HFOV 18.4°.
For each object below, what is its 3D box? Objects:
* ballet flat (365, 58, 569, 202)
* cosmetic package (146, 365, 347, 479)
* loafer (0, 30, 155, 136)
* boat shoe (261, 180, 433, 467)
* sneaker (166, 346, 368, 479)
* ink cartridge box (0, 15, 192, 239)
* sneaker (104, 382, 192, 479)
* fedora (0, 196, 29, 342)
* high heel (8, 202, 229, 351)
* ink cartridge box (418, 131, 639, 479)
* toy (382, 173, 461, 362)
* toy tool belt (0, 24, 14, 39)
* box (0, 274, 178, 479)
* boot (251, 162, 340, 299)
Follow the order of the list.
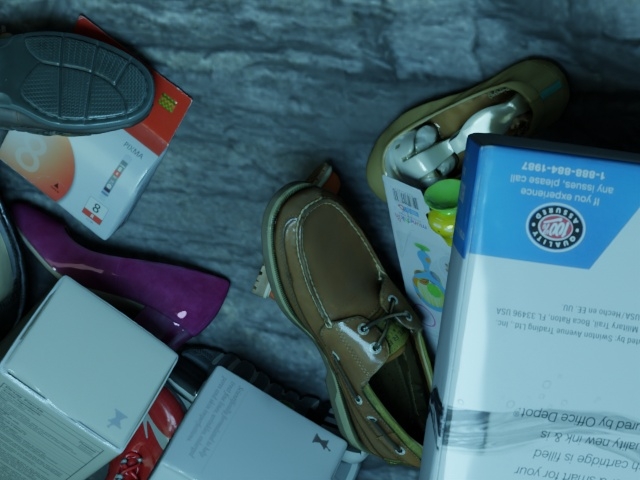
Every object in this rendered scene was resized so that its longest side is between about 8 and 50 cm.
[{"bbox_3d":[0.115,-0.091,1.744,0.232,0.073,0.080,-33,95,36],"label":"ballet flat"},{"bbox_3d":[-0.094,0.253,1.884,0.151,0.151,0.184,31,129,-1],"label":"cosmetic package"},{"bbox_3d":[-0.287,-0.147,1.902,0.267,0.084,0.096,5,74,4],"label":"loafer"},{"bbox_3d":[0.047,0.078,1.816,0.104,0.110,0.307,19,142,49],"label":"boat shoe"},{"bbox_3d":[-0.066,0.205,1.980,0.228,0.086,0.132,24,125,15],"label":"sneaker"},{"bbox_3d":[-0.223,-0.108,1.936,0.145,0.045,0.179,38,128,7],"label":"ink cartridge box"},{"bbox_3d":[-0.193,0.276,2.027,0.107,0.118,0.279,8,94,34],"label":"sneaker"},{"bbox_3d":[-0.461,0.001,2.016,0.334,0.152,0.334,22,132,27],"label":"fedora"},{"bbox_3d":[-0.206,0.016,1.989,0.117,0.082,0.244,-46,64,-6],"label":"high heel"},{"bbox_3d":[0.235,0.127,1.599,0.285,0.166,0.395,8,97,-2],"label":"ink cartridge box"},{"bbox_3d":[0.140,0.036,1.788,0.137,0.056,0.237,23,147,35],"label":"toy"},{"bbox_3d":[-0.332,-0.192,1.948,0.083,0.052,0.051,-37,49,31],"label":"toy tool belt"},{"bbox_3d":[-0.274,0.163,1.964,0.148,0.121,0.311,37,150,-10],"label":"box"},{"bbox_3d":[0.000,0.000,1.867,0.084,0.059,0.158,24,123,1],"label":"boot"}]
